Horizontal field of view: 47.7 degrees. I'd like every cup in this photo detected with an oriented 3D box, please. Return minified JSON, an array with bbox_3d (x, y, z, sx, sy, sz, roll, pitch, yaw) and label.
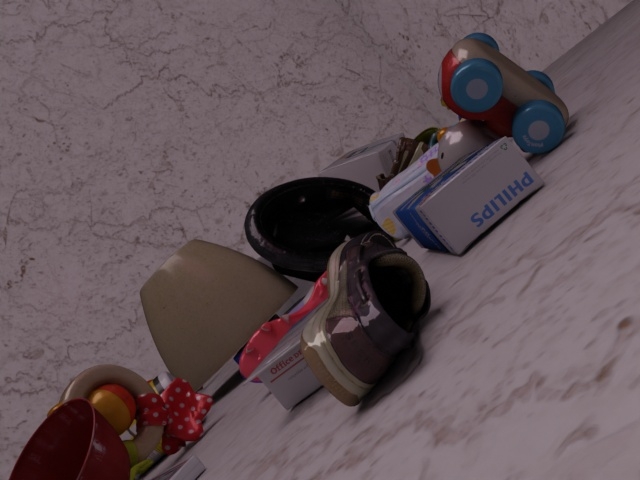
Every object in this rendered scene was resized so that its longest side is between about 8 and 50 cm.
[{"bbox_3d":[-0.247,0.138,1.563,0.331,0.237,0.331,-46,0,0],"label":"cup"}]

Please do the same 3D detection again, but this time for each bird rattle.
[{"bbox_3d":[-0.293,0.275,1.106,0.143,0.207,0.253,-38,7,43],"label":"bird rattle"}]

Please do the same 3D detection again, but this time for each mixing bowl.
[{"bbox_3d":[-0.312,0.306,0.931,0.181,0.098,0.181,-30,38,26],"label":"mixing bowl"}]

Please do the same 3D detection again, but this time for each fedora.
[{"bbox_3d":[0.000,0.000,1.622,0.334,0.334,0.152,-42,-32,-36],"label":"fedora"}]

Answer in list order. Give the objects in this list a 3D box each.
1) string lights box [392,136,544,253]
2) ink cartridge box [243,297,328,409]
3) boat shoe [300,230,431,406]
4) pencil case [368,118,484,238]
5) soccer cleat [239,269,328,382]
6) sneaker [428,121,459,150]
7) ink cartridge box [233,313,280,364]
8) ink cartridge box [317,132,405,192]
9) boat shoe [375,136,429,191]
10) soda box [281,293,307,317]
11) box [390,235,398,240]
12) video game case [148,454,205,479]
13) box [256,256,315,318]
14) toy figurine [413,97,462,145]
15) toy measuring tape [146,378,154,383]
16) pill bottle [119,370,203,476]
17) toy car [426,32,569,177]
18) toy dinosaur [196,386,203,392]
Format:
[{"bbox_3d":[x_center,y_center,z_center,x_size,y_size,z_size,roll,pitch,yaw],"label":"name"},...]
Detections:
[{"bbox_3d":[0.184,-0.053,0.960,0.133,0.076,0.260,-39,1,-1],"label":"string lights box"},{"bbox_3d":[-0.006,0.124,0.828,0.104,0.060,0.180,-40,1,23],"label":"ink cartridge box"},{"bbox_3d":[0.059,0.052,0.689,0.092,0.102,0.285,-35,7,20],"label":"boat shoe"},{"bbox_3d":[0.213,-0.113,1.346,0.124,0.113,0.273,-8,-26,-48],"label":"pencil case"},{"bbox_3d":[-0.026,0.134,1.094,0.248,0.083,0.095,-45,-21,-31],"label":"soccer cleat"},{"bbox_3d":[0.294,-0.218,1.681,0.122,0.110,0.283,-3,-15,-20],"label":"sneaker"},{"bbox_3d":[-0.122,0.214,1.526,0.097,0.046,0.207,-43,0,2],"label":"ink cartridge box"},{"bbox_3d":[0.155,-0.169,2.107,0.197,0.198,0.270,-17,12,27],"label":"ink cartridge box"},{"bbox_3d":[0.184,-0.141,1.842,0.257,0.095,0.095,-66,-7,8],"label":"boat shoe"},{"bbox_3d":[-0.003,0.115,1.284,0.060,0.053,0.169,-42,2,-36],"label":"soda box"},{"bbox_3d":[0.222,-0.105,1.536,0.232,0.087,0.058,-40,1,-9],"label":"box"},{"bbox_3d":[-0.274,0.378,0.850,0.204,0.025,0.285,-39,1,46],"label":"video game case"},{"bbox_3d":[-0.089,0.098,1.825,0.130,0.170,0.091,-42,3,-42],"label":"box"},{"bbox_3d":[0.416,-0.282,1.906,0.362,0.191,0.217,-50,-33,12],"label":"toy figurine"},{"bbox_3d":[-0.406,0.387,1.909,0.121,0.121,0.330,-40,10,29],"label":"toy measuring tape"},{"bbox_3d":[-0.324,0.347,1.308,0.208,0.119,0.119,-40,1,-8],"label":"pill bottle"},{"bbox_3d":[0.239,-0.170,1.139,0.238,0.210,0.219,-54,6,28],"label":"toy car"},{"bbox_3d":[-0.353,0.410,2.009,0.082,0.047,0.090,-19,-4,19],"label":"toy dinosaur"}]
